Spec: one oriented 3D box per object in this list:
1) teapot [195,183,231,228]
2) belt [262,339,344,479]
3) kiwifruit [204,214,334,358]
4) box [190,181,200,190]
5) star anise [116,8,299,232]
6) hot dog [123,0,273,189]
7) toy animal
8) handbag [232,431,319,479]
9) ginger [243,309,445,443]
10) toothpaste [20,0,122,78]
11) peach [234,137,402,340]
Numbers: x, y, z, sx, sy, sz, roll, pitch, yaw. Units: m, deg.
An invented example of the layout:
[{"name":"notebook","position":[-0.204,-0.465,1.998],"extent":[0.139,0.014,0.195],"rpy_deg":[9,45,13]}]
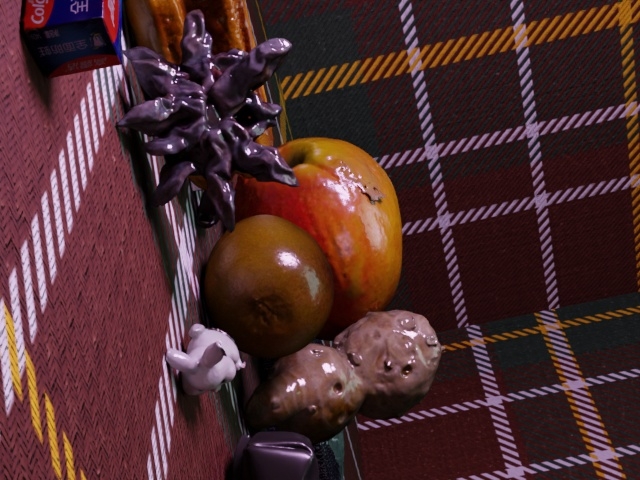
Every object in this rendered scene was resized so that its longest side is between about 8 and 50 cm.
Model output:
[{"name":"teapot","position":[-0.157,-0.054,1.536],"extent":[0.067,0.045,0.100],"rpy_deg":[103,5,-49]},{"name":"belt","position":[-0.025,0.322,1.877],"extent":[0.260,0.122,0.324],"rpy_deg":[67,12,-48]},{"name":"kiwifruit","position":[-0.075,0.063,1.479],"extent":[0.234,0.196,0.196],"rpy_deg":[-111,-172,-76]},{"name":"box","position":[-0.197,-0.160,1.569],"extent":[0.090,0.024,0.166],"rpy_deg":[-37,116,-84]},{"name":"star anise","position":[-0.138,-0.149,1.236],"extent":[0.129,0.212,0.282],"rpy_deg":[176,-90,-81]},{"name":"hot dog","position":[-0.163,-0.236,1.397],"extent":[0.117,0.158,0.348],"rpy_deg":[-130,-158,-57]},{"name":"toy animal","position":[-0.134,0.147,1.223],"extent":[0.124,0.071,0.085],"rpy_deg":[-84,163,-76]},{"name":"handbag","position":[-0.053,0.388,1.377],"extent":[0.285,0.114,0.257],"rpy_deg":[95,-10,-80]},{"name":"ginger","position":[0.041,0.232,1.650],"extent":[0.176,0.375,0.256],"rpy_deg":[63,-33,16]},{"name":"toothpaste","position":[-0.242,-0.298,1.013],"extent":[0.066,0.076,0.320],"rpy_deg":[77,4,-54]},{"name":"peach","position":[-0.001,0.001,1.786],"extent":[0.290,0.373,0.372],"rpy_deg":[-48,135,-42]}]
